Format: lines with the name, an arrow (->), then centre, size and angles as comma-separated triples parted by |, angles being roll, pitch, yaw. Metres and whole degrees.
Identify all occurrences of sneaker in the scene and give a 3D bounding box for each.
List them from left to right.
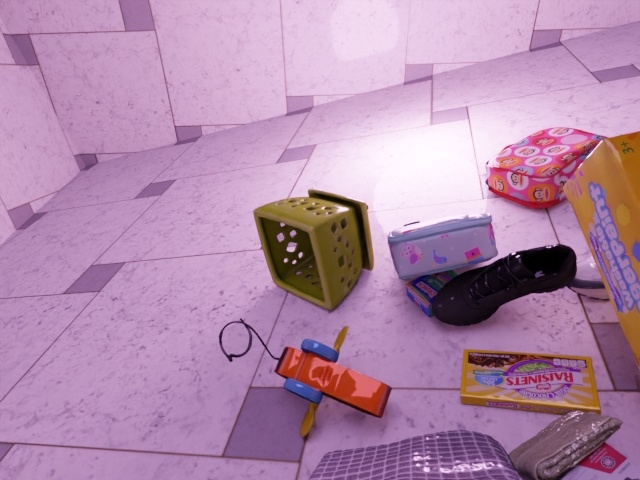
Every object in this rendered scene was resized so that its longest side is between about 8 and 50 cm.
sneaker -> 0.345, 0.074, 0.860 | 0.286, 0.130, 0.109 | -27, 66, 10
sneaker -> 0.608, 0.022, 0.868 | 0.282, 0.122, 0.110 | -15, 32, 9

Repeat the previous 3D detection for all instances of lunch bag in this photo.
lunch bag -> 0.263, 0.003, 0.983 | 0.223, 0.108, 0.279 | -15, 1, 10
lunch bag -> 0.609, -0.216, 1.246 | 0.293, 0.120, 0.258 | -28, 32, -16

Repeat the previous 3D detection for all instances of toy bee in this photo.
toy bee -> -0.015, 0.233, 0.831 | 0.298, 0.162, 0.195 | 41, 76, 20

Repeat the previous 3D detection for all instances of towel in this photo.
towel -> 0.103, 0.321, 0.547 | 0.283, 0.122, 0.235 | -10, -9, 10
towel -> 0.333, 0.282, 0.627 | 0.148, 0.110, 0.027 | -28, 76, -12

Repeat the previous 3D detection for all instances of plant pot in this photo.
plant pot -> 0.000, 0.000, 1.111 | 0.207, 0.227, 0.228 | -31, 33, -33

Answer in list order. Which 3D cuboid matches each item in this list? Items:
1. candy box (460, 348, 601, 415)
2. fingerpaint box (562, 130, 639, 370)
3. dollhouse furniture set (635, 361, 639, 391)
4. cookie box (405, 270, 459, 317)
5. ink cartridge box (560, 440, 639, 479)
candy box -> 0.345, 0.235, 0.755 | 0.205, 0.027, 0.105 | -2, 38, 23
fingerpaint box -> 0.592, 0.052, 0.562 | 0.370, 0.163, 0.445 | -12, 70, 4
dollhouse furniture set -> 0.544, 0.127, 0.664 | 0.161, 0.182, 0.101 | -35, 24, -27
cookie box -> 0.256, 0.109, 0.982 | 0.107, 0.040, 0.092 | -25, 33, -11
ink cartridge box -> 0.378, 0.340, 0.539 | 0.109, 0.063, 0.150 | -28, 32, -19
